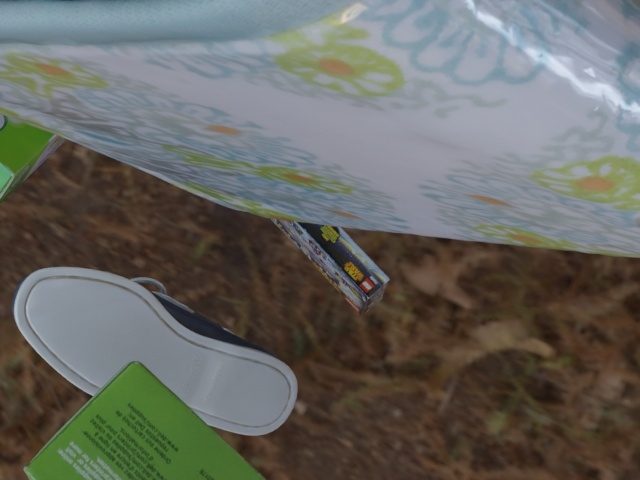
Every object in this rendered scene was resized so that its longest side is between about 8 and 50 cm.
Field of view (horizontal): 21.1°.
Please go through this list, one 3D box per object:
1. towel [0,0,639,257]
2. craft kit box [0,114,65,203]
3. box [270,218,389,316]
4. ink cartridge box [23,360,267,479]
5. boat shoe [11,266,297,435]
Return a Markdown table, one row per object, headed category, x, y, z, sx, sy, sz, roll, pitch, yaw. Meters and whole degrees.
| category | x | y | z | sx | sy | sz | roll | pitch | yaw |
| --- | --- | --- | --- | --- | --- | --- | --- | --- | --- |
| towel | -0.011 | -0.078 | 0.735 | 0.320 | 0.374 | 0.090 | 21 | 80 | -44 |
| craft kit box | -0.262 | -0.161 | 1.181 | 0.250 | 0.246 | 0.061 | 39 | 127 | -5 |
| box | 0.000 | 0.000 | 1.441 | 0.027 | 0.094 | 0.137 | -42 | 82 | -9 |
| ink cartridge box | -0.074 | 0.203 | 1.090 | 0.189 | 0.255 | 0.097 | 41 | 74 | 14 |
| boat shoe | -0.134 | 0.080 | 1.336 | 0.254 | 0.079 | 0.095 | 20 | 92 | -32 |
